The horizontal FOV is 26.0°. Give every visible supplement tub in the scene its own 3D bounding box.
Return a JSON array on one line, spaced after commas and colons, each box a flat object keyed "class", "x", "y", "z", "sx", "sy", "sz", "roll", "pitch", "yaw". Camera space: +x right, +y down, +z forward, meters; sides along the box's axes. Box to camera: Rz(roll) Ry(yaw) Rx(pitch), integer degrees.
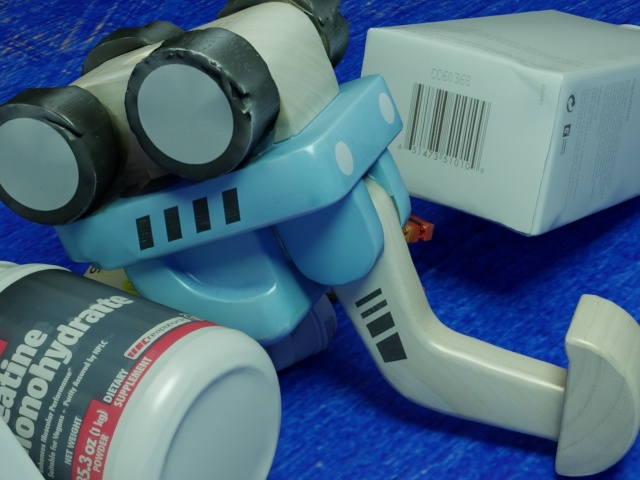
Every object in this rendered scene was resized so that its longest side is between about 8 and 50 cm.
[{"class": "supplement tub", "x": -0.186, "y": 0.128, "z": 1.083, "sx": 0.272, "sy": 0.191, "sz": 0.191, "roll": 17, "pitch": 38, "yaw": 29}]

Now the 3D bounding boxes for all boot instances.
[{"class": "boot", "x": -0.110, "y": 0.037, "z": 1.295, "sx": 0.123, "sy": 0.095, "sz": 0.258, "roll": -28, "pitch": 47, "yaw": -30}]

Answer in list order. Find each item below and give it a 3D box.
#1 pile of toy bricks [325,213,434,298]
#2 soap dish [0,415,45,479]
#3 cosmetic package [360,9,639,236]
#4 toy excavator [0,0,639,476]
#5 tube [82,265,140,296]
[{"class": "pile of toy bricks", "x": 0.000, "y": 0.000, "z": 1.320, "sx": 0.105, "sy": 0.118, "sz": 0.212, "roll": -8, "pitch": 26, "yaw": -44}, {"class": "soap dish", "x": -0.248, "y": 0.223, "z": 0.877, "sx": 0.118, "sy": 0.291, "sz": 0.229, "roll": -20, "pitch": 31, "yaw": 12}, {"class": "cosmetic package", "x": 0.225, "y": -0.133, "z": 1.388, "sx": 0.217, "sy": 0.156, "sz": 0.385, "roll": 20, "pitch": 21, "yaw": 34}, {"class": "toy excavator", "x": 0.010, "y": 0.008, "z": 1.143, "sx": 0.433, "sy": 0.445, "sz": 0.222, "roll": -15, "pitch": 20, "yaw": 27}, {"class": "tube", "x": -0.184, "y": 0.012, "z": 1.396, "sx": 0.070, "sy": 0.062, "sz": 0.240, "roll": -32, "pitch": 22, "yaw": 34}]
